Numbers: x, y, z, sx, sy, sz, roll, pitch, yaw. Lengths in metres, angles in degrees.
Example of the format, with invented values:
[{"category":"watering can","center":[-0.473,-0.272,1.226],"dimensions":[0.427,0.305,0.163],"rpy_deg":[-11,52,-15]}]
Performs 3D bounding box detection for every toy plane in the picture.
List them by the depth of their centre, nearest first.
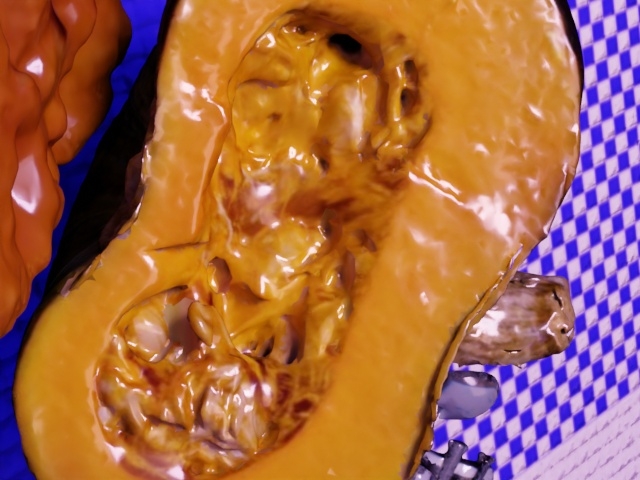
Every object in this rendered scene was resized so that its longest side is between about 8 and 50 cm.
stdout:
[{"category":"toy plane","center":[0.014,0.179,0.809],"dimensions":[0.169,0.078,0.246],"rpy_deg":[24,83,-16]}]

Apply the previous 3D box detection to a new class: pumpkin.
[{"category":"pumpkin","center":[0.000,0.000,0.641],"dimensions":[0.242,0.232,0.325],"rpy_deg":[28,91,-3]}]

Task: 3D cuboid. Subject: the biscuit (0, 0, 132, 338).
[{"category":"biscuit","center":[-0.162,-0.114,0.465],"dimensions":[0.312,0.110,0.318],"rpy_deg":[-81,169,-52]}]
